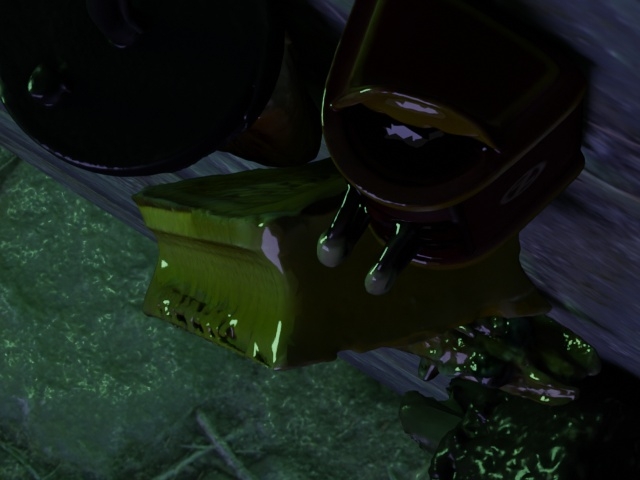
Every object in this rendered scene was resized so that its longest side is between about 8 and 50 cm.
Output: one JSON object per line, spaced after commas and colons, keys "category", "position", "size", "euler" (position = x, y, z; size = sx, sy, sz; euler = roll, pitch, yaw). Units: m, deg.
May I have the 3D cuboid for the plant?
{"category": "plant", "position": [0.149, 0.143, 1.255], "size": [0.142, 0.131, 0.203], "euler": [35, 164, -34]}

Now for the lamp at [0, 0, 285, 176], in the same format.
{"category": "lamp", "position": [-0.048, -0.127, 0.555], "size": [0.130, 0.108, 0.371], "euler": [44, 161, 10]}

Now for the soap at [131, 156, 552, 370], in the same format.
{"category": "soap", "position": [0.000, 0.002, 0.875], "size": [0.135, 0.076, 0.233], "euler": [-10, -174, -18]}

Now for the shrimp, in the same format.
{"category": "shrimp", "position": [0.065, 0.038, 1.183], "size": [0.168, 0.077, 0.317], "euler": [25, -174, -44]}

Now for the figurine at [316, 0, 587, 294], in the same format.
{"category": "figurine", "position": [0.033, -0.029, 0.642], "size": [0.082, 0.098, 0.154], "euler": [35, 177, 13]}

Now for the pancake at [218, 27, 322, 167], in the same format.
{"category": "pancake", "position": [-0.096, -0.109, 0.846], "size": [0.244, 0.057, 0.266], "euler": [35, 173, -20]}
